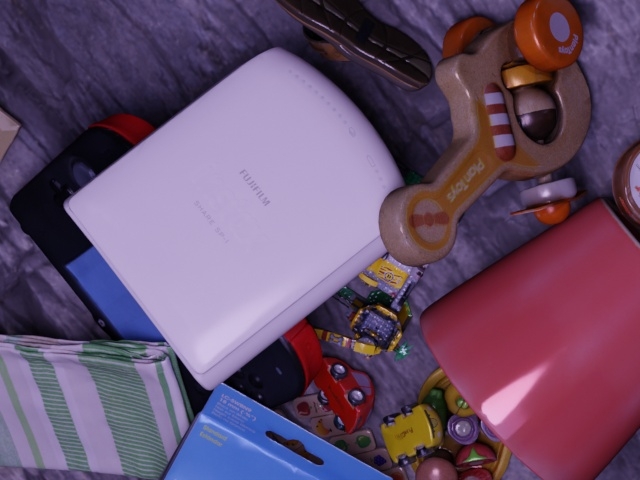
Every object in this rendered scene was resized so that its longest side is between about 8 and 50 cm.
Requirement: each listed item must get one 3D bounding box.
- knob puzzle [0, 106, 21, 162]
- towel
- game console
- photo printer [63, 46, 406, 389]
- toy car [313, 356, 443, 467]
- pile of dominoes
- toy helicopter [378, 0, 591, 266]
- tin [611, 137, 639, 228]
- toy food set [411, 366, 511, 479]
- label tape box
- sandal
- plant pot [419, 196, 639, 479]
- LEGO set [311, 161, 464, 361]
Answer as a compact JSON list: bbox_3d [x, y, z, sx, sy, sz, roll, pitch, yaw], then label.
[{"bbox_3d":[-0.485,-0.125,1.959,0.213,0.030,0.213,4,109,13],"label":"knob puzzle"},{"bbox_3d":[-0.311,0.215,1.968,0.324,0.038,0.248,2,131,18],"label":"towel"},{"bbox_3d":[-0.191,0.053,1.843,0.386,0.060,0.342,53,141,-5],"label":"game console"},{"bbox_3d":[-0.074,-0.034,1.624,0.307,0.107,0.256,-37,80,-3],"label":"photo printer"},{"bbox_3d":[0.077,0.268,1.865,0.239,0.053,0.225,21,117,53],"label":"toy car"},{"bbox_3d":[0.008,0.318,1.966,0.196,0.040,0.251,-40,95,23],"label":"pile of dominoes"},{"bbox_3d":[0.181,-0.082,1.637,0.140,0.355,0.235,-12,118,49],"label":"toy helicopter"},{"bbox_3d":[0.400,-0.087,1.675,0.189,0.040,0.106,-38,88,-10],"label":"tin"},{"bbox_3d":[0.167,0.255,1.876,0.128,0.071,0.218,13,106,5],"label":"toy food set"},{"bbox_3d":[-0.091,0.346,1.889,0.240,0.106,0.334,29,139,-1],"label":"label tape box"},{"bbox_3d":[0.027,-0.234,1.766,0.219,0.090,0.060,34,135,-5],"label":"sandal"},{"bbox_3d":[0.284,0.100,1.712,0.243,0.275,0.275,-44,93,13],"label":"plant pot"},{"bbox_3d":[0.000,0.000,1.779,0.331,0.192,0.255,40,113,0],"label":"LEGO set"}]
